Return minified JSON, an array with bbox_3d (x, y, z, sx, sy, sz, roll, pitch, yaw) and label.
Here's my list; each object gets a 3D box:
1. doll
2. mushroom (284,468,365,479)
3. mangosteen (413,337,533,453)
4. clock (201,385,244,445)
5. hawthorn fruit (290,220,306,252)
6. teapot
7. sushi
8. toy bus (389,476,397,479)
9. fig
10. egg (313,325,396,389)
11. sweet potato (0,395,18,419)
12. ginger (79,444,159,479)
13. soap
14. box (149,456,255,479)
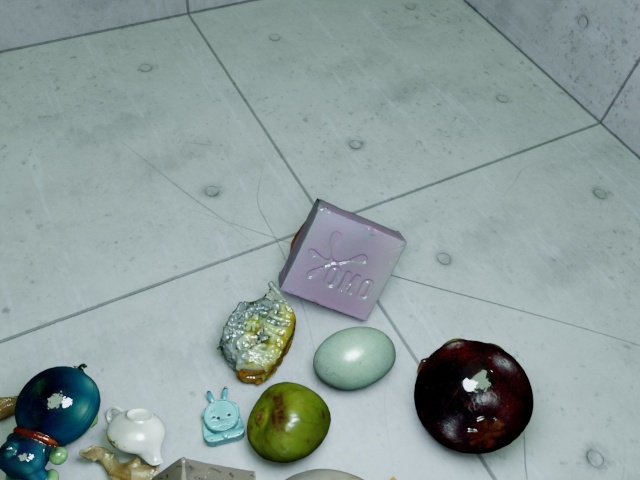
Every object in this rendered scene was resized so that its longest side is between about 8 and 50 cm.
[{"bbox_3d":[-0.666,0.447,1.454,0.198,0.186,0.322,2,49,19],"label":"doll"},{"bbox_3d":[0.017,0.702,1.325,0.361,0.295,0.362,11,22,-4],"label":"mushroom"},{"bbox_3d":[0.400,0.396,1.578,0.306,0.307,0.347,7,24,-1],"label":"mangosteen"},{"bbox_3d":[-0.266,0.468,1.579,0.107,0.045,0.147,-9,55,-15],"label":"clock"},{"bbox_3d":[0.000,0.000,1.852,0.196,0.226,0.197,4,40,-4],"label":"hawthorn fruit"},{"bbox_3d":[-0.472,0.478,1.501,0.226,0.093,0.145,20,10,36],"label":"teapot"},{"bbox_3d":[-0.172,0.265,1.683,0.184,0.140,0.274,23,53,9],"label":"sushi"},{"bbox_3d":[0.223,0.681,1.448,0.194,0.088,0.083,39,57,21],"label":"toy bus"},{"bbox_3d":[-0.067,0.475,1.524,0.225,0.203,0.203,23,42,-38],"label":"fig"},{"bbox_3d":[0.095,0.328,1.648,0.236,0.169,0.169,-16,56,-10],"label":"egg"},{"bbox_3d":[-0.838,0.438,1.529,0.205,0.060,0.068,-16,90,-30],"label":"sweet potato"},{"bbox_3d":[-0.459,0.572,1.462,0.287,0.075,0.089,24,76,6],"label":"ginger"},{"bbox_3d":[0.062,0.057,1.735,0.296,0.286,0.107,20,16,-16],"label":"soap"},{"bbox_3d":[-0.275,0.662,1.282,0.190,0.225,0.297,21,45,-28],"label":"box"}]
